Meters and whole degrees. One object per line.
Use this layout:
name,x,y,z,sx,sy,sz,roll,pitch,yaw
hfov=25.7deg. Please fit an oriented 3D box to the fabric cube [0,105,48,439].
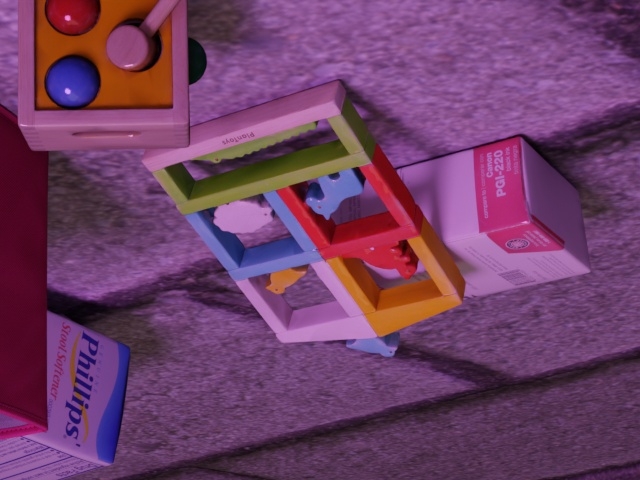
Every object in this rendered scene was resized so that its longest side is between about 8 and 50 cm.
fabric cube,-0.378,0.015,1.082,0.254,0.258,0.259,-10,158,19

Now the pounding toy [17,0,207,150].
pounding toy,-0.128,-0.135,0.935,0.141,0.130,0.100,-1,171,-5

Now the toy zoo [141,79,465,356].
toy zoo,0.000,0.000,1.237,0.192,0.030,0.293,-15,130,28

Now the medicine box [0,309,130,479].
medicine box,-0.406,0.165,1.548,0.263,0.149,0.289,-22,141,40

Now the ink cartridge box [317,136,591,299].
ink cartridge box,0.122,-0.007,1.324,0.217,0.092,0.158,-16,155,26

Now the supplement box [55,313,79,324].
supplement box,-0.311,0.119,1.661,0.062,0.036,0.098,-8,158,14
